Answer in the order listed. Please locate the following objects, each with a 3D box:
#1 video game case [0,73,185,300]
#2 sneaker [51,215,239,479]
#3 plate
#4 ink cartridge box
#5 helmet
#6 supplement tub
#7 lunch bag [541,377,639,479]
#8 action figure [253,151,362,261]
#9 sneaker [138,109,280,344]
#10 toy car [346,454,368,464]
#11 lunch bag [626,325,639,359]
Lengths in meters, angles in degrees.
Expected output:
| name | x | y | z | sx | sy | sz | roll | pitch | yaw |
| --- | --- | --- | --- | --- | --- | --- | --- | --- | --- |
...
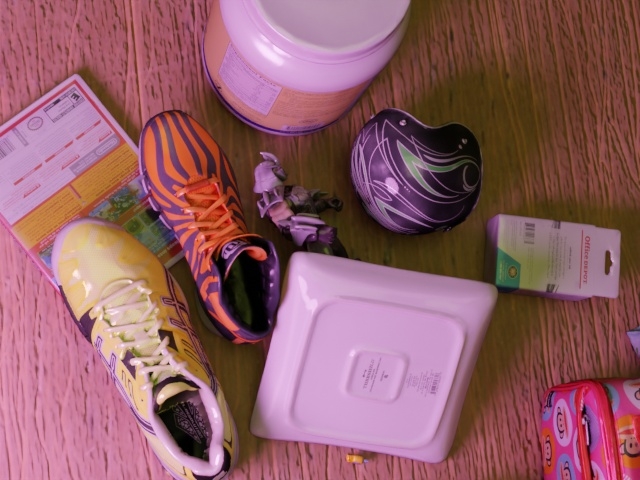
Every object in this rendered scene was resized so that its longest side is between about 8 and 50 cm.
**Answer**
| name | x | y | z | sx | sy | sz | roll | pitch | yaw |
| --- | --- | --- | --- | --- | --- | --- | --- | --- | --- |
| video game case | -0.316 | -0.053 | 1.659 | 0.204 | 0.025 | 0.285 | -39 | 89 | -15 |
| sneaker | -0.205 | 0.135 | 1.571 | 0.145 | 0.147 | 0.384 | -33 | 94 | -14 |
| plate | 0.069 | 0.164 | 1.612 | 0.278 | 0.045 | 0.277 | 10 | 112 | -10 |
| ink cartridge box | 0.324 | 0.027 | 1.751 | 0.180 | 0.060 | 0.104 | 7 | 78 | -9 |
| helmet | 0.120 | -0.092 | 1.681 | 0.162 | 0.169 | 0.169 | 1 | 80 | -28 |
| supplement tub | -0.020 | -0.284 | 1.599 | 0.241 | 0.331 | 0.241 | 2 | 80 | -11 |
| lunch bag | 0.382 | 0.322 | 1.609 | 0.120 | 0.258 | 0.293 | -3 | 80 | -12 |
| action figure | 0.000 | 0.000 | 1.649 | 0.099 | 0.185 | 0.285 | -30 | 103 | 20 |
| sneaker | -0.125 | -0.021 | 1.584 | 0.125 | 0.180 | 0.321 | -25 | 97 | -17 |
| toy car | 0.081 | 0.334 | 1.660 | 0.122 | 0.040 | 0.060 | 30 | 76 | -5 |
| lunch bag | 0.556 | 0.179 | 1.666 | 0.160 | 0.262 | 0.223 | -24 | 86 | -14 |
